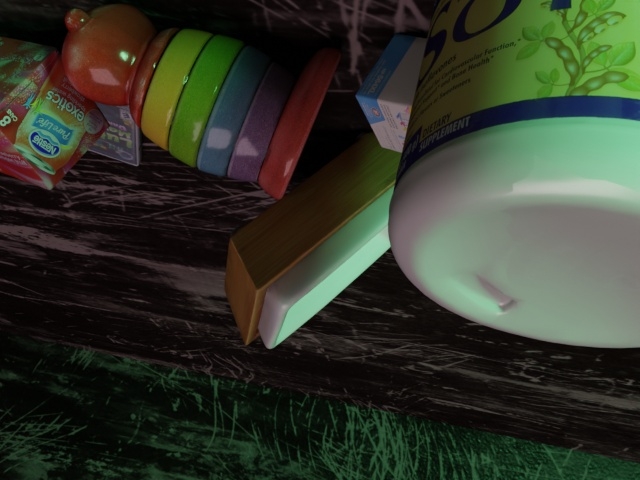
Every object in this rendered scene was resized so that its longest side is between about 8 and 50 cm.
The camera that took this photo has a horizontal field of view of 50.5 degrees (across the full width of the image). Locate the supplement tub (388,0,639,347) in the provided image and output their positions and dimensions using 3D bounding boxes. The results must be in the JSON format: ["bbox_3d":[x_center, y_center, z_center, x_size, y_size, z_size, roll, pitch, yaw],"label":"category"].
[{"bbox_3d":[0.192,-0.115,0.489,0.241,0.331,0.241,12,154,6],"label":"supplement tub"}]

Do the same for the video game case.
[{"bbox_3d":[-0.356,-0.186,0.993,0.190,0.022,0.173,18,154,-6],"label":"video game case"}]

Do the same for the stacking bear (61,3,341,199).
[{"bbox_3d":[-0.148,-0.173,0.770,0.289,0.164,0.175,23,155,-4],"label":"stacking bear"}]

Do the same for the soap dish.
[{"bbox_3d":[0.000,0.000,0.903,0.118,0.291,0.229,47,158,11],"label":"soap dish"}]

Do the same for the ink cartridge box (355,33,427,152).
[{"bbox_3d":[0.128,-0.141,0.701,0.143,0.090,0.092,22,161,36],"label":"ink cartridge box"}]

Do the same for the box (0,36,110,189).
[{"bbox_3d":[-0.415,-0.174,0.859,0.257,0.122,0.128,18,151,30],"label":"box"}]
